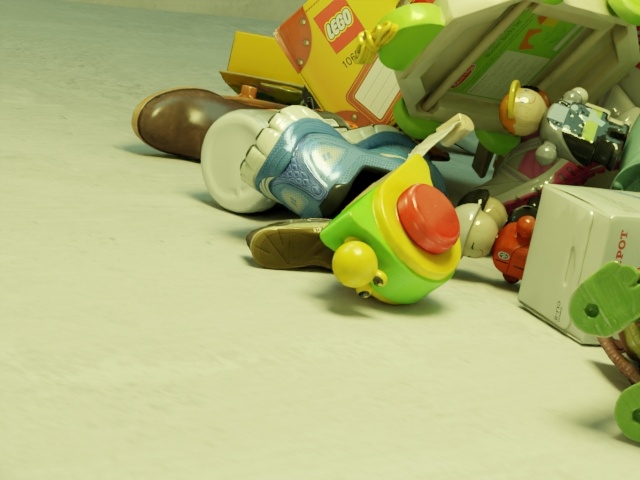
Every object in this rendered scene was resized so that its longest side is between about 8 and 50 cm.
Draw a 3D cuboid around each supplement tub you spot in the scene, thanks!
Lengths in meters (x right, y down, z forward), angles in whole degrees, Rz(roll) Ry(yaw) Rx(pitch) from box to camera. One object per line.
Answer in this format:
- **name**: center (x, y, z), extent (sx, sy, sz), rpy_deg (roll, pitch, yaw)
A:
- **supplement tub**: center (-0.034, -0.092, 1.825), extent (0.117, 0.117, 0.190), rpy_deg (19, 15, 36)

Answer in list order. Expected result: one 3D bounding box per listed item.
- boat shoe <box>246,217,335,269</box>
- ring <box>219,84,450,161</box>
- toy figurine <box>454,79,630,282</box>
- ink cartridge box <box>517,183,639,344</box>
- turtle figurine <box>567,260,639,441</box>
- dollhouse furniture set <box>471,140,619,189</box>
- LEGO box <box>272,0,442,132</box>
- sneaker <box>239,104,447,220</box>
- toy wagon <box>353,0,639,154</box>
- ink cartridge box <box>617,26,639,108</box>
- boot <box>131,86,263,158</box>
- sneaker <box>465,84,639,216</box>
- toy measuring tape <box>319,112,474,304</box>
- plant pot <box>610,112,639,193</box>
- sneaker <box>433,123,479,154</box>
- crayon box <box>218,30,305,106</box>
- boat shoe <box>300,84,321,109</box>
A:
- **boat shoe**: center (0.000, 0.000, 1.584), extent (0.152, 0.056, 0.049), rpy_deg (5, 19, -23)
- **ring**: center (0.018, -0.163, 2.210), extent (0.337, 0.032, 0.336), rpy_deg (14, 1, 0)
- **toy figurine**: center (0.226, -0.064, 1.687), extent (0.148, 0.209, 0.213), rpy_deg (21, 13, 9)
- **ink cartridge box**: center (0.303, 0.025, 1.545), extent (0.176, 0.128, 0.127), rpy_deg (5, 14, -26)
- **turtle figurine**: center (0.331, 0.054, 1.292), extent (0.275, 0.197, 0.266), rpy_deg (13, 16, 29)
- **dollhouse furniture set**: center (0.335, -0.107, 2.250), extent (0.262, 0.135, 0.259), rpy_deg (6, 25, -18)
- **LEGO box**: center (0.247, -0.342, 1.940), extent (0.193, 0.500, 0.372), rpy_deg (57, 35, 6)
- **sneaker**: center (0.052, -0.045, 1.721), extent (0.147, 0.129, 0.330), rpy_deg (43, 19, 26)
- **toy wagon**: center (0.185, -0.207, 1.737), extent (0.344, 0.267, 0.068), rpy_deg (8, 54, -32)
- **ink cartridge box**: center (0.461, -0.158, 1.933), extent (0.131, 0.306, 0.226), rpy_deg (-43, 8, -29)
- **boot**: center (-0.087, -0.127, 1.994), extent (0.248, 0.090, 0.207), rpy_deg (5, 11, -36)
- **sneaker**: center (0.277, -0.109, 1.929), extent (0.103, 0.252, 0.111), rpy_deg (24, 39, -61)
- **toy measuring tape**: center (0.100, -0.022, 1.552), extent (0.121, 0.121, 0.330), rpy_deg (15, 28, 21)
- **plant pot**: center (0.436, -0.048, 1.729), extent (0.196, 0.293, 0.293), rpy_deg (-33, 37, -31)
- **sneaker**: center (0.138, -0.215, 2.535), extent (0.296, 0.147, 0.104), rpy_deg (39, 50, 2)
- **crayon box**: center (-0.017, -0.229, 2.330), extent (0.202, 0.081, 0.318), rpy_deg (12, -3, 8)
- **boat shoe**: center (0.010, -0.177, 2.030), extent (0.075, 0.065, 0.206), rpy_deg (43, 32, -29)
